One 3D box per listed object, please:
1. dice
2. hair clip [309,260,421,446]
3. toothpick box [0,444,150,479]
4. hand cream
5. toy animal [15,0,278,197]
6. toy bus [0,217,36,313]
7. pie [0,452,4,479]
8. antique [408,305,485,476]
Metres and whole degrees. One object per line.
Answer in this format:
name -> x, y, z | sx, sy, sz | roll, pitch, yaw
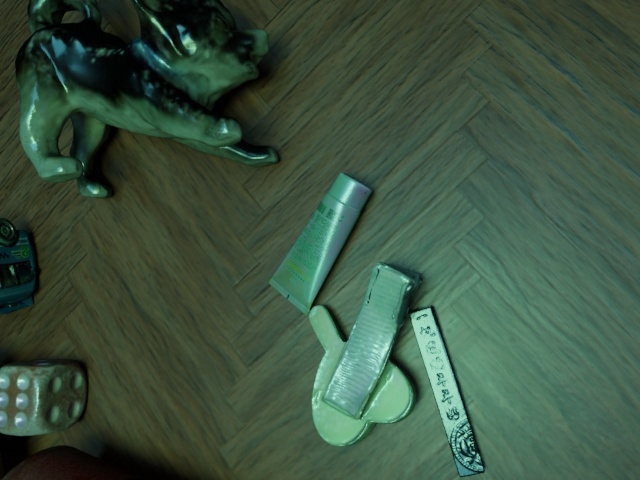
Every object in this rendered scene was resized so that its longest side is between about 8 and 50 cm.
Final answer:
dice -> -0.392, 0.215, 0.747 | 0.094, 0.091, 0.093 | -3, 83, 17
hair clip -> 0.044, 0.129, 0.623 | 0.159, 0.071, 0.218 | 22, 94, 30
toothpick box -> -0.210, 0.387, 0.609 | 0.334, 0.204, 0.204 | 12, 87, 20
hand cream -> 0.000, 0.000, 0.670 | 0.076, 0.047, 0.174 | 36, 100, 35
toy animal -> -0.233, -0.231, 0.696 | 0.345, 0.194, 0.302 | -9, 86, 12
toy bus -> -0.513, 0.051, 0.731 | 0.114, 0.246, 0.134 | -19, 89, 15
pie -> -0.484, 0.265, 0.749 | 0.052, 0.185, 0.218 | -13, 89, -26
antique -> 0.143, 0.169, 0.615 | 0.031, 0.015, 0.191 | -19, 78, 15
